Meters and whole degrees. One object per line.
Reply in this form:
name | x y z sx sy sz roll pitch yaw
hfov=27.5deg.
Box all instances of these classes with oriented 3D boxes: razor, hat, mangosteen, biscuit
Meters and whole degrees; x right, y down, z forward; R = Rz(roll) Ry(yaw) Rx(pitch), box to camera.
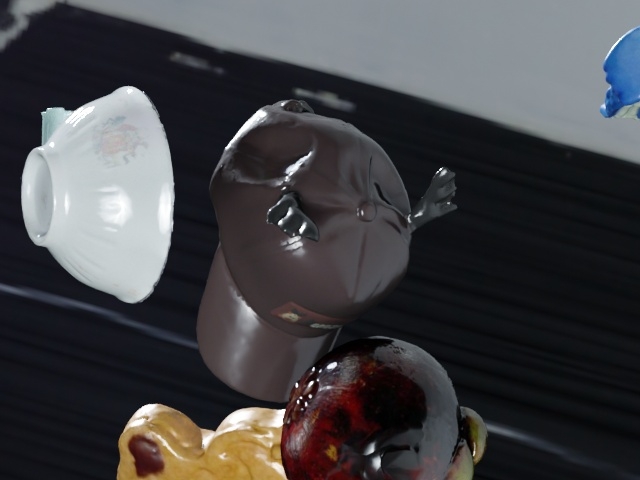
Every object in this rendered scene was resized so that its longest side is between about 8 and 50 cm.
razor | -0.238 -0.095 1.348 0.135 0.040 0.068 4 -91 -69
hat | 0.008 0.025 1.397 0.209 0.238 0.336 16 96 57
mangosteen | 0.060 0.197 1.298 0.210 0.210 0.209 15 -90 -86
biscuit | -0.031 0.338 1.538 0.349 0.455 0.078 66 -147 -33

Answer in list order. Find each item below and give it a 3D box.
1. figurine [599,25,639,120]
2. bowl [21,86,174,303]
figurine | 0.310 -0.111 1.010 0.120 0.164 0.262 -56 -12 4
bowl | -0.201 -0.037 1.111 0.189 0.086 0.189 6 97 59
